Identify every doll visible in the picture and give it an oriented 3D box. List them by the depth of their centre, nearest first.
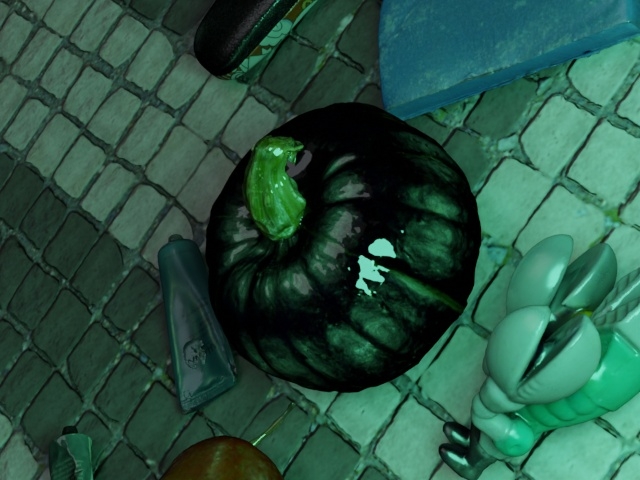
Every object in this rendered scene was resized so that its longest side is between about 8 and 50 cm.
[{"bbox_3d":[0.199,0.108,1.474,0.258,0.153,0.195,-50,15,1],"label":"doll"}]

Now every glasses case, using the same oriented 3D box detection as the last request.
[{"bbox_3d":[-0.052,-0.307,2.028,0.266,0.067,0.103,-47,41,11],"label":"glasses case"}]

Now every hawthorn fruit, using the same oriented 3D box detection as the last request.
[{"bbox_3d":[-0.096,0.256,1.674,0.163,0.162,0.203,-16,39,36],"label":"hawthorn fruit"}]

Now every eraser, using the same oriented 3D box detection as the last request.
[{"bbox_3d":[0.191,-0.234,1.746,0.312,0.043,0.144,-17,64,36],"label":"eraser"}]

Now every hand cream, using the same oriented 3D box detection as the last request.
[{"bbox_3d":[-0.285,0.321,1.867,0.075,0.052,0.247,-23,52,33],"label":"hand cream"},{"bbox_3d":[-0.146,0.086,1.898,0.083,0.048,0.224,-32,52,21],"label":"hand cream"}]

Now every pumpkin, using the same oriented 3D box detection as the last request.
[{"bbox_3d":[0.000,0.000,1.640,0.296,0.296,0.295,-22,52,32],"label":"pumpkin"}]

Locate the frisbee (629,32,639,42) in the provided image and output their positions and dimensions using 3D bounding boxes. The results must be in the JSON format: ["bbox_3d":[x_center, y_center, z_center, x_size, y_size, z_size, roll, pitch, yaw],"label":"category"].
[{"bbox_3d":[0.342,-0.245,1.665,0.110,0.014,0.110,-22,52,31],"label":"frisbee"}]
